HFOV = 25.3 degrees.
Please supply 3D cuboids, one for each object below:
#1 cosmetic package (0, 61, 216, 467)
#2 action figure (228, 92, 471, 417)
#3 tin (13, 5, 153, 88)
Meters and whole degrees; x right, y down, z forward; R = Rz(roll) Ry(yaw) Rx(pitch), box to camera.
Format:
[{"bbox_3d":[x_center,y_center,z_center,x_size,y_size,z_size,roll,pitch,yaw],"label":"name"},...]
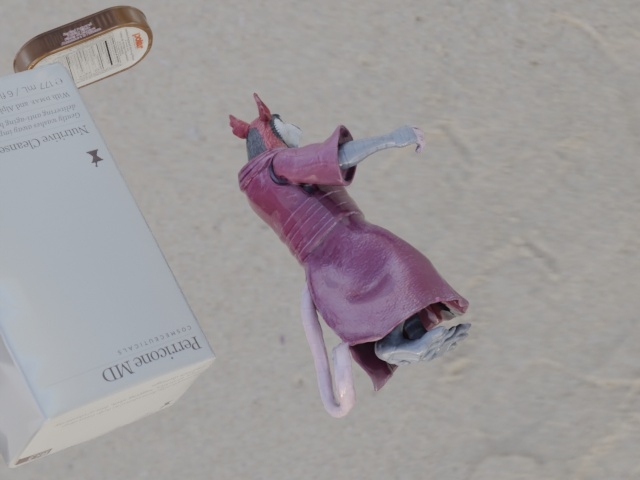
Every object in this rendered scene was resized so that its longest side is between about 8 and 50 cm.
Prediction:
[{"bbox_3d":[-0.304,0.023,1.532,0.385,0.217,0.156,58,143,14],"label":"cosmetic package"},{"bbox_3d":[0.000,0.000,1.603,0.370,0.275,0.248,49,157,12],"label":"action figure"},{"bbox_3d":[-0.313,-0.249,1.892,0.189,0.106,0.040,-24,68,-10],"label":"tin"}]
